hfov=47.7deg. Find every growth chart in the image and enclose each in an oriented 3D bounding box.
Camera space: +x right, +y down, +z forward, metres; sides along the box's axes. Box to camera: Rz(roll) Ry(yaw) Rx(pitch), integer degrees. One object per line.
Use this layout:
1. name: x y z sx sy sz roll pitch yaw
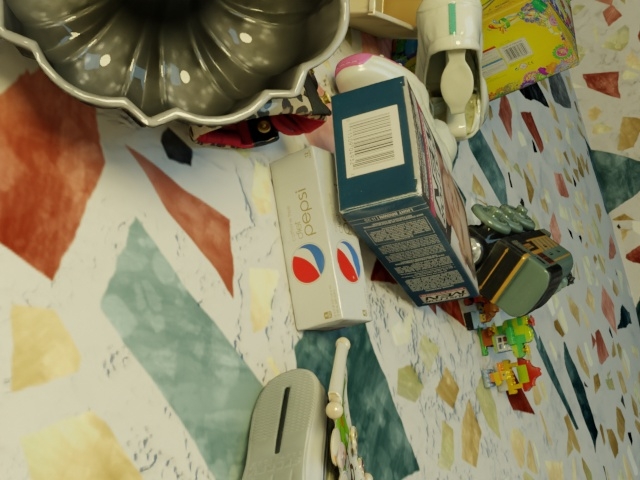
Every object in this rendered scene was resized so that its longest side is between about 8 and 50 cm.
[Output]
1. growth chart: 0.032 0.224 0.757 0.172 0.021 0.237 -83 165 -64

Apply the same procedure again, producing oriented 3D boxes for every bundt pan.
1. bundt pan: -0.136 -0.247 0.640 0.330 0.124 0.331 2 84 -19

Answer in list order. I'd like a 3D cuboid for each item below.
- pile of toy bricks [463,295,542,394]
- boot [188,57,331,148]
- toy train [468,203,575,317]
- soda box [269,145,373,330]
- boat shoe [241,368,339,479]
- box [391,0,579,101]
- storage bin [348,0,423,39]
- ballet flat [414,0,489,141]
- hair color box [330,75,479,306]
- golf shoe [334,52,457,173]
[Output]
1. pile of toy bricks: 0.334 0.164 1.290 0.118 0.105 0.212 12 64 -55
2. boot: -0.062 -0.262 0.857 0.377 0.138 0.284 -14 85 -55
3. toy train: 0.344 0.033 1.283 0.190 0.142 0.334 41 21 22
4. soda box: 0.000 0.000 0.886 0.074 0.069 0.216 12 64 -56
5. boat shoe: -0.027 0.260 0.675 0.094 0.109 0.302 55 32 -32
6. box: 0.309 -0.423 1.379 0.177 0.290 0.279 44 40 -37
7. storage bin: 0.101 -0.468 1.158 0.262 0.123 0.261 -9 104 -58
8. ballet flat: 0.221 -0.249 1.226 0.400 0.139 0.139 66 20 -63
9. hair color box: 0.126 -0.049 0.998 0.347 0.105 0.174 47 35 -58
10. golf shoe: 0.126 -0.165 1.133 0.306 0.115 0.140 38 48 -41
